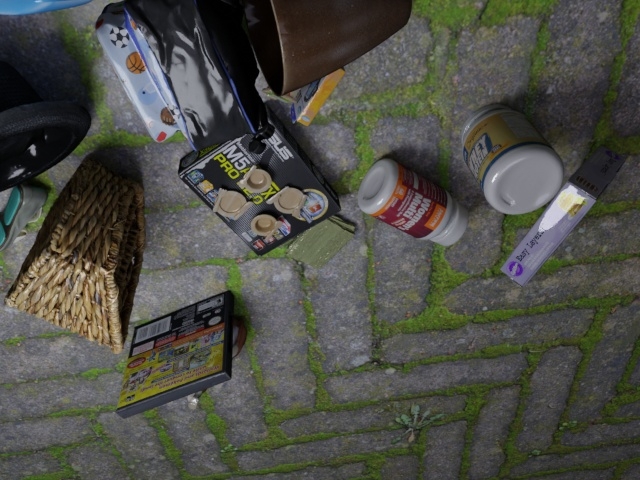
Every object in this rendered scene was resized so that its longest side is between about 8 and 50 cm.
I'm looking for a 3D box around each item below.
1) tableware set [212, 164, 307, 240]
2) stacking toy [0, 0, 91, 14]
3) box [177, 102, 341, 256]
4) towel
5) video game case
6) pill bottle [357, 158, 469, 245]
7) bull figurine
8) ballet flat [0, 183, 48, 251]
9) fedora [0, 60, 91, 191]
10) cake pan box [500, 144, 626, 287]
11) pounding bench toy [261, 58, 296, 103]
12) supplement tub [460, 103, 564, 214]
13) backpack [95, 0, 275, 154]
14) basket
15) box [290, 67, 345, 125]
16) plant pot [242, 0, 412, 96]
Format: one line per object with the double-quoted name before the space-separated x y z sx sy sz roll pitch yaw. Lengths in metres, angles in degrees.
"tableware set" -0.120 -0.074 1.095 0.168 0.020 0.141 30 120 -28
"stacking toy" -0.418 -0.469 0.731 0.175 0.166 0.302 6 118 6
"box" -0.118 -0.111 1.116 0.216 0.060 0.270 -28 128 16
"towel" 0.000 0.000 1.249 0.110 0.027 0.148 26 121 -28
"video game case" -0.328 0.257 1.274 0.274 0.248 0.035 -22 128 10
"pill bottle" 0.197 -0.074 1.152 0.221 0.121 0.121 24 123 -25
"bull figurine" -0.293 0.325 1.398 0.101 0.188 0.310 33 114 -6
"ballet flat" -0.615 -0.033 1.112 0.213 0.072 0.068 -41 154 27
"fedora" -0.556 -0.187 0.907 0.333 0.334 0.153 -27 93 14
"cake pan box" 0.504 -0.055 1.138 0.070 0.266 0.246 41 135 16
"pounding bench toy" -0.068 -0.286 0.985 0.052 0.083 0.065 20 93 -26
"supplement tub" 0.355 -0.160 1.050 0.144 0.200 0.145 -4 130 -5
"backpack" -0.193 -0.289 0.826 0.212 0.264 0.277 -9 130 6
"basket" -0.395 0.011 1.026 0.223 0.299 0.213 33 117 -27
"box" -0.008 -0.268 0.985 0.028 0.081 0.136 22 124 -25
"plant pot" 0.016 -0.358 0.852 0.230 0.215 0.216 -18 132 -12
